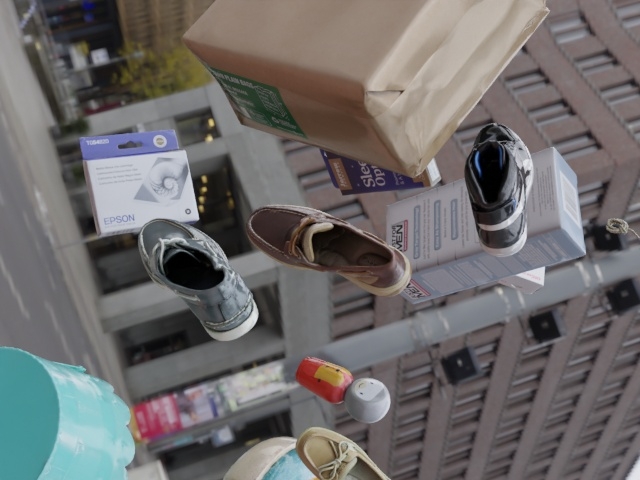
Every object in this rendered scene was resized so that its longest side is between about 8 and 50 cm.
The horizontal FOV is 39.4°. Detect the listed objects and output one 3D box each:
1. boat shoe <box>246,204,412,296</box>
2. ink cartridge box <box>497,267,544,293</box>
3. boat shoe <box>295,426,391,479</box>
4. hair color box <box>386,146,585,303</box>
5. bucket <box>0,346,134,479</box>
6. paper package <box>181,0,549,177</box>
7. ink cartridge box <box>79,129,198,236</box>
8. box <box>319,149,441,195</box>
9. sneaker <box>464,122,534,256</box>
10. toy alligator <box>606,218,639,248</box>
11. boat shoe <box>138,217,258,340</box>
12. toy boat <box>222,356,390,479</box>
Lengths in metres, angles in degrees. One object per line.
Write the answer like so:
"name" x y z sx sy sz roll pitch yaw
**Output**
"boat shoe" 0.000 0.000 1.637 0.342 0.123 0.123 23 -11 26
"ink cartridge box" 0.434 0.042 1.923 0.052 0.089 0.122 127 -22 -58
"boat shoe" 0.040 0.258 0.969 0.153 0.056 0.048 43 -12 -3
"hair color box" 0.310 -0.022 1.743 0.114 0.375 0.185 38 44 -41
"bucket" -0.414 0.286 1.225 0.281 0.281 0.183 66 5 32
"paper package" 0.053 -0.261 1.086 0.325 0.309 0.168 24 -23 40
"ink cartridge box" -0.390 -0.132 1.928 0.045 0.223 0.223 -29 -107 62
"box" 0.075 -0.143 1.438 0.225 0.036 0.136 -3 -62 45
"sneaker" 0.221 -0.098 1.108 0.121 0.079 0.216 66 22 -45
"toy alligator" 0.466 0.023 1.185 0.190 0.056 0.051 30 -19 40
"boat shoe" -0.202 0.031 1.368 0.319 0.116 0.099 41 -18 46
"toy boat" -0.022 0.331 1.312 0.148 0.318 0.267 22 -11 24
